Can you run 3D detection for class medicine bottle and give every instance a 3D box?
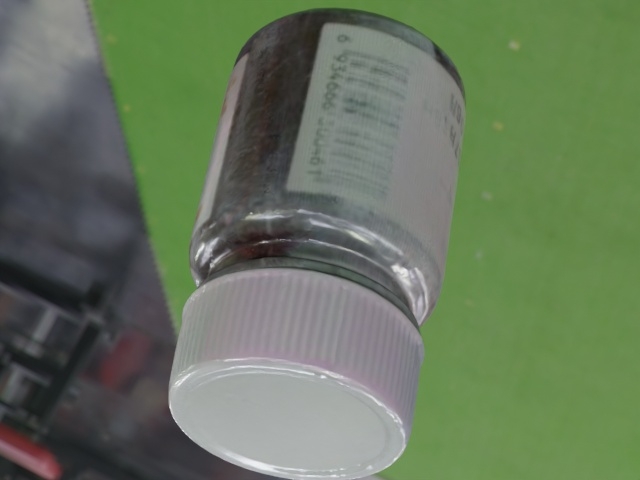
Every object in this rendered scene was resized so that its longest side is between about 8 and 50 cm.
[{"bbox_3d":[0.000,0.000,1.088,0.165,0.273,0.165,8,148,5],"label":"medicine bottle"}]
